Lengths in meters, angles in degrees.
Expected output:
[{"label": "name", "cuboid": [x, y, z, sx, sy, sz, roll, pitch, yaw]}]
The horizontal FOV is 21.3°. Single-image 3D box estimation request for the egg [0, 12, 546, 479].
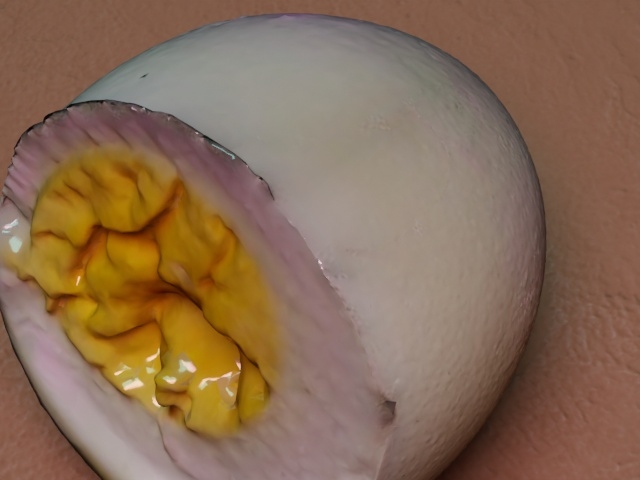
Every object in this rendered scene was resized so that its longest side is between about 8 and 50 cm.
[{"label": "egg", "cuboid": [0.000, 0.000, 1.194, 0.354, 0.354, 0.340, 32, 43, 22]}]
